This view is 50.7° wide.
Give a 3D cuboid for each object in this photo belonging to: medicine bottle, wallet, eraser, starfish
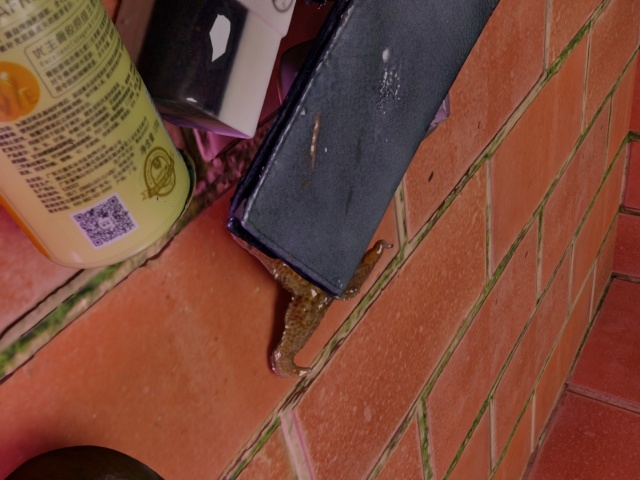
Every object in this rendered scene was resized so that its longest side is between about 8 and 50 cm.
[{"bbox_3d":[-0.170,-0.098,0.391,0.124,0.124,0.239,-56,143,-30],"label":"medicine bottle"},{"bbox_3d":[0.054,-0.144,0.608,0.191,0.046,0.379,38,77,-51],"label":"wallet"},{"bbox_3d":[-0.055,-0.288,0.519,0.098,0.096,0.404,19,87,-60],"label":"eraser"},{"bbox_3d":[0.003,0.001,0.768,0.299,0.060,0.302,-61,145,-18],"label":"starfish"}]

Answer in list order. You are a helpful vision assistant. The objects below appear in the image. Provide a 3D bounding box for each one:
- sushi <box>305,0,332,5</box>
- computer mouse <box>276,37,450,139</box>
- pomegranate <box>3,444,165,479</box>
[{"bbox_3d":[0.054,-0.330,0.657,0.225,0.126,0.136,-53,144,-23],"label":"sushi"},{"bbox_3d":[0.050,-0.154,0.746,0.310,0.072,0.158,-35,115,-47],"label":"computer mouse"},{"bbox_3d":[-0.152,0.246,0.473,0.180,0.210,0.180,-55,159,-33],"label":"pomegranate"}]
